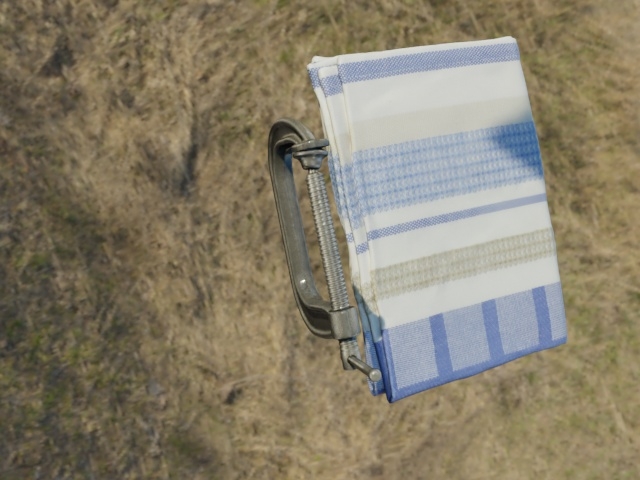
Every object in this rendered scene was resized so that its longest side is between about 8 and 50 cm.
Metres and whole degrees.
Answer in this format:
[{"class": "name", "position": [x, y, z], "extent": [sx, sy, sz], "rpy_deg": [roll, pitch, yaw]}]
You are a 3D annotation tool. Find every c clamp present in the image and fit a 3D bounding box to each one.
[{"class": "c clamp", "position": [0.000, 0.000, 0.539], "extent": [0.137, 0.022, 0.160], "rpy_deg": [160, -83, -74]}]

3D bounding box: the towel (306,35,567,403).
[{"class": "towel", "position": [0.105, -0.026, 0.765], "extent": [0.209, 0.034, 0.285], "rpy_deg": [-13, 95, -26]}]
